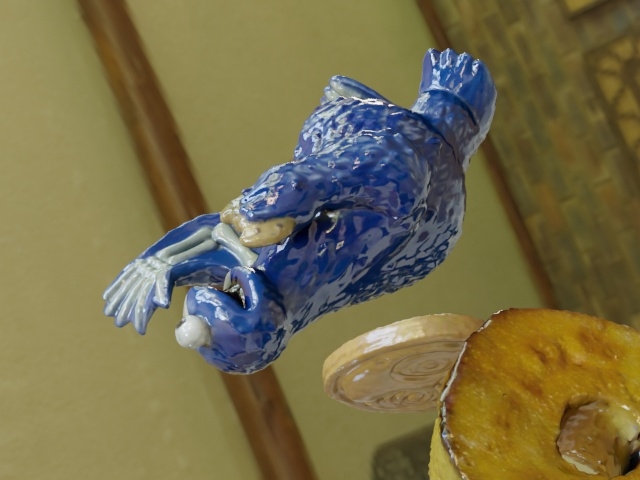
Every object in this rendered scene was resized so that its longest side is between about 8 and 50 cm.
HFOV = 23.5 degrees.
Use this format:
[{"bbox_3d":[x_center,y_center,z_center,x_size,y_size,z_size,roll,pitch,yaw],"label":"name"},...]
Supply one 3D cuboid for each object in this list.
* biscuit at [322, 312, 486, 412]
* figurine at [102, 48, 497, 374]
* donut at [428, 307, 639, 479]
[{"bbox_3d":[0.146,0.130,1.569,0.202,0.288,0.044,113,155,-59],"label":"biscuit"},{"bbox_3d":[0.008,-0.005,0.874,0.262,0.164,0.121,-43,-76,-31],"label":"figurine"},{"bbox_3d":[0.111,0.095,0.636,0.152,0.058,0.152,12,-146,-9],"label":"donut"}]
